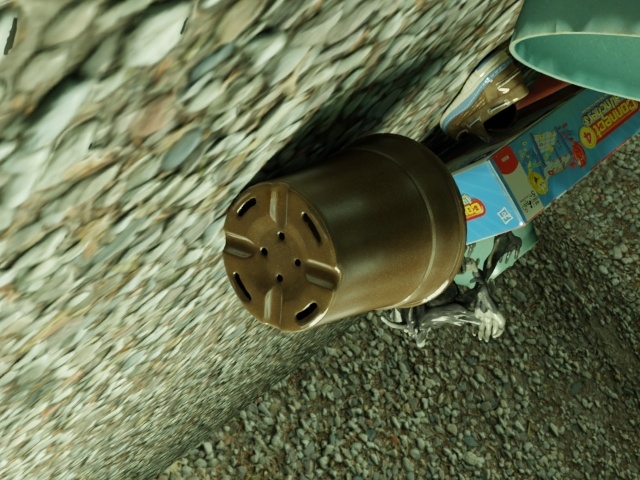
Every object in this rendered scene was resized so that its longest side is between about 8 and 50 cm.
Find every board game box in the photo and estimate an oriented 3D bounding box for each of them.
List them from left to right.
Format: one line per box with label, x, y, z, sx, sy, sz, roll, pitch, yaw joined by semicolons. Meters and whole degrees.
board game box;0.230;-0.093;1.166;0.302;0.086;0.308;-34;-174;-31

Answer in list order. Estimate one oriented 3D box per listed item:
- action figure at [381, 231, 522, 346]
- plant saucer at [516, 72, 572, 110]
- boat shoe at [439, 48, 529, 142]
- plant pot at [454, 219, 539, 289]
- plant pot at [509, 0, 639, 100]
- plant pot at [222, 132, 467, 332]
action figure;0.175;0.075;1.218;0.275;0.164;0.141;-42;133;-43
plant saucer;0.436;-0.304;1.371;0.258;0.048;0.259;-38;170;-16
boat shoe;0.189;-0.148;1.041;0.066;0.066;0.183;-38;171;-12
plant pot;0.330;-0.016;1.881;0.293;0.196;0.293;-39;171;-8
plant pot;0.312;-0.215;0.690;0.290;0.290;0.196;-5;108;-75
plant pot;0.015;-0.002;0.780;0.165;0.167;0.167;-18;157;-50
